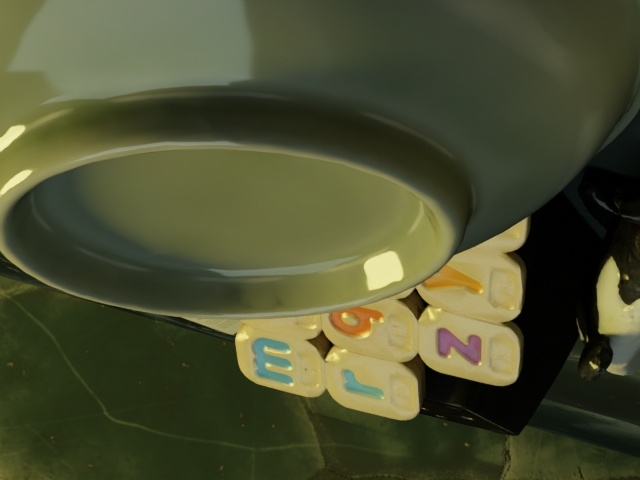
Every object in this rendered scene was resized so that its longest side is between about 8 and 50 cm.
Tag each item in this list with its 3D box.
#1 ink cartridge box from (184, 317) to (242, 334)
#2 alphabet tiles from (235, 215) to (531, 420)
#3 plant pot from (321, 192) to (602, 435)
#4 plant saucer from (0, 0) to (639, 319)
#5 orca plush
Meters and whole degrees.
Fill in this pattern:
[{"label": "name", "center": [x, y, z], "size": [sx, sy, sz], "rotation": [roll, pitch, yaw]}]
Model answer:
[{"label": "ink cartridge box", "center": [-0.127, -0.002, 1.138], "size": [0.212, 0.093, 0.154], "rotation": [20, 152, -28]}, {"label": "alphabet tiles", "center": [0.000, 0.000, 0.818], "size": [0.278, 0.021, 0.284], "rotation": [11, 131, 20]}, {"label": "plant pot", "center": [0.097, 0.050, 0.969], "size": [0.188, 0.166, 0.188], "rotation": [10, 169, 30]}, {"label": "plant saucer", "center": [-0.041, -0.042, 0.578], "size": [0.401, 0.100, 0.400], "rotation": [-1, 158, 0]}, {"label": "orca plush", "center": [0.188, 0.003, 0.789], "size": [0.102, 0.151, 0.287], "rotation": [46, -178, 19]}]
